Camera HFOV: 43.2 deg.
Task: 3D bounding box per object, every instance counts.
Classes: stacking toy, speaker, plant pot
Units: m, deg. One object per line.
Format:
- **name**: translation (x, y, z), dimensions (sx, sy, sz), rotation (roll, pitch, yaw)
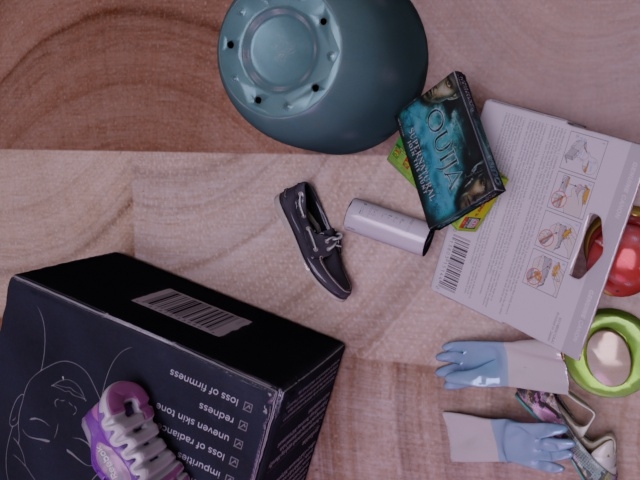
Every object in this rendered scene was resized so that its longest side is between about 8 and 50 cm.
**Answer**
- **stacking toy**: translation (0.477, 0.125, 1.093), dimensions (0.309, 0.130, 0.279), rotation (23, 105, 18)
- **speaker**: translation (0.108, -0.021, 1.258), dimensions (0.136, 0.055, 0.055), rotation (19, 104, 18)
- **plant pot**: translation (-0.014, -0.268, 1.173), dimensions (0.293, 0.235, 0.293), rotation (3, 98, 21)

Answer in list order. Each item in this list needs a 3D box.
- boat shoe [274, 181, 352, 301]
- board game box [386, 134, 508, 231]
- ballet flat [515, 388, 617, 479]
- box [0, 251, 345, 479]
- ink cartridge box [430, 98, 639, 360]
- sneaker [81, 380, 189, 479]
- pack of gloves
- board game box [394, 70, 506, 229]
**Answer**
- **boat shoe**: translation (0.000, 0.000, 1.294), dimensions (0.065, 0.075, 0.206), rotation (-34, 80, 25)
- **board game box**: translation (0.180, -0.104, 1.175), dimensions (0.181, 0.043, 0.092), rotation (51, 124, 37)
- **ballet flat**: translation (0.381, 0.285, 1.188), dimensions (0.079, 0.077, 0.221), rotation (-41, 78, 18)
- **box**: translation (-0.274, 0.327, 1.330), dimensions (0.480, 0.297, 0.472), rotation (20, 103, 17)
- **ink cartridge box**: translation (0.305, -0.022, 1.123), dimensions (0.261, 0.066, 0.296), rotation (27, 109, 41)
- **sneaker**: translation (-0.262, 0.319, 1.126), dimensions (0.104, 0.095, 0.236), rotation (-29, 82, 29)
- **pack of gloves**: translation (0.259, 0.247, 1.198), dimensions (0.232, 0.046, 0.195), rotation (-10, 89, 47)
- **board game box**: translation (0.176, -0.124, 1.126), dimensions (0.126, 0.026, 0.186), rotation (-34, 63, 43)
